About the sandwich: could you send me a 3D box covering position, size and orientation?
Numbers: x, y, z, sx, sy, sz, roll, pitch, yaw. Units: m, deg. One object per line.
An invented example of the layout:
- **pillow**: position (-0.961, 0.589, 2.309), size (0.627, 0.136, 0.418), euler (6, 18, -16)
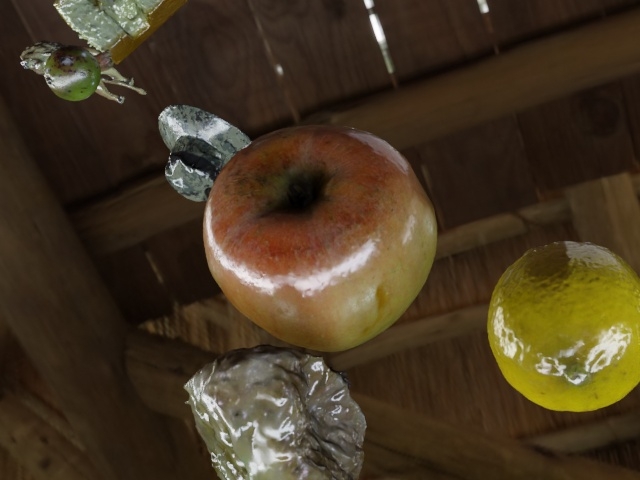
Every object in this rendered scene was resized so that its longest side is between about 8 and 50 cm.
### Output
- **sandwich**: position (-0.303, -0.406, 1.619), size (0.236, 0.122, 0.128), euler (-43, 177, -2)

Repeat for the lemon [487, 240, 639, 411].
- **lemon**: position (0.374, 0.123, 1.479), size (0.245, 0.245, 0.320), euler (-14, -159, 14)

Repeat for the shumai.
- **shumai**: position (-0.048, 0.321, 1.263), size (0.217, 0.346, 0.283), euler (-12, -132, 8)

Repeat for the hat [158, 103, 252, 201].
- **hat**: position (-0.255, -0.159, 2.091), size (0.266, 0.265, 0.128), euler (0, -130, 34)

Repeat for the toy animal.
- **toy animal**: position (-0.338, -0.251, 1.464), size (0.086, 0.220, 0.069), euler (14, -93, 41)

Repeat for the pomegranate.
- **pomegranate**: position (-0.295, -0.209, 1.204), size (0.085, 0.073, 0.073), euler (-29, -150, -3)

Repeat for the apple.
- **apple**: position (0.000, 0.000, 1.462), size (0.339, 0.305, 0.338), euler (-6, -124, 9)
